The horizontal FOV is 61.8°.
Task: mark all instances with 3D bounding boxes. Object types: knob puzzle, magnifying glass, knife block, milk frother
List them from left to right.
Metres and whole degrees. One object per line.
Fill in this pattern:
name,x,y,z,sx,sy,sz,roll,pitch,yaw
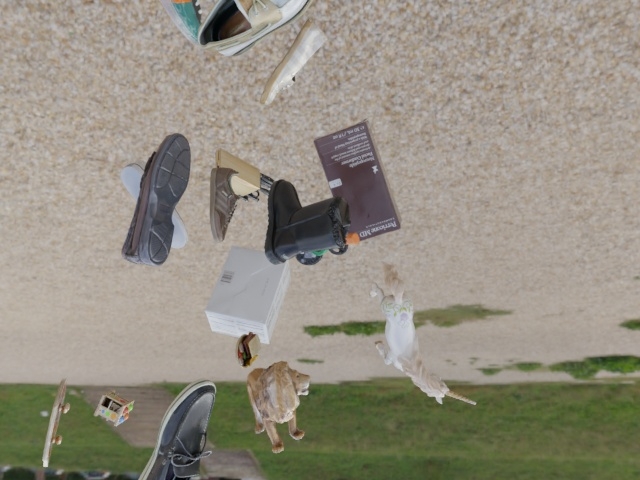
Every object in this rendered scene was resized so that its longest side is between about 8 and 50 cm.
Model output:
knob puzzle,-0.606,0.412,1.243,0.029,0.213,0.213,12,158,-19
knife block,-0.277,-0.238,2.022,0.241,0.088,0.276,0,158,-10
milk frother,0.000,0.000,1.592,0.143,0.135,0.129,21,113,-12
magnifying glass,0.023,-0.004,1.416,0.026,0.092,0.230,-26,-166,-30

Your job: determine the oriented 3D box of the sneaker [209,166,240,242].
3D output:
sneaker,-0.237,-0.088,1.335,0.071,0.189,0.066,-1,-174,-1

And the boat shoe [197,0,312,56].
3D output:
boat shoe,-0.119,-0.451,1.024,0.302,0.113,0.103,-31,-178,37

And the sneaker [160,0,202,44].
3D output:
sneaker,-0.310,-0.573,1.160,0.121,0.108,0.302,-30,140,-1

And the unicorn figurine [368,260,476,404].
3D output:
unicorn figurine,0.096,0.111,0.606,0.060,0.162,0.111,-28,-166,-7

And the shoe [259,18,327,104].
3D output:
shoe,-0.065,-0.383,1.191,0.058,0.077,0.219,32,122,-14

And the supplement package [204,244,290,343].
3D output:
supplement package,-0.233,0.177,1.768,0.203,0.262,0.145,11,144,9

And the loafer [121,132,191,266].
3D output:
loafer,-0.364,-0.094,1.161,0.095,0.303,0.109,2,163,23

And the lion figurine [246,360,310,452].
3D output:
lion figurine,-0.150,0.440,1.532,0.142,0.241,0.392,-20,-173,-29

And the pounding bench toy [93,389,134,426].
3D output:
pounding bench toy,-0.466,0.383,1.235,0.065,0.052,0.083,24,179,5

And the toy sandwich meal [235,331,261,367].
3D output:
toy sandwich meal,-0.165,0.253,1.230,0.029,0.086,0.085,-5,160,20

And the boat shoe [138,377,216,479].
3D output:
boat shoe,-0.451,0.696,1.736,0.155,0.501,0.186,20,171,33

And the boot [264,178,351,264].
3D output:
boot,-0.025,-0.067,1.281,0.207,0.247,0.094,-17,140,26

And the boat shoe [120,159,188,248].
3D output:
boat shoe,-0.452,-0.104,1.504,0.096,0.088,0.268,-27,107,28

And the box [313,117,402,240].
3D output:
box,0.130,-0.200,1.829,0.191,0.382,0.143,-18,-168,14
